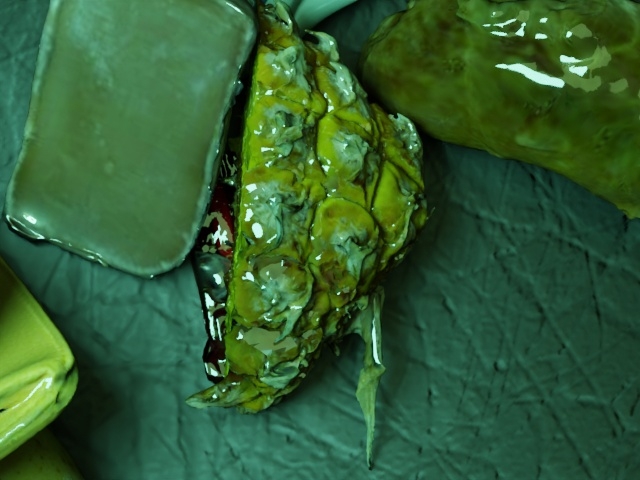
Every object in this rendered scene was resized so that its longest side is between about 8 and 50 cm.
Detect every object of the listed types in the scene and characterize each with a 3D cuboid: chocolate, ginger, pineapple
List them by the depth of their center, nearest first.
[{"bbox_3d":[0.006,0.000,1.365,0.158,0.161,0.334,11,91,-9],"label":"pineapple"},{"bbox_3d":[-0.132,-0.101,1.406,0.161,0.083,0.261,26,122,5],"label":"chocolate"},{"bbox_3d":[0.191,-0.119,1.425,0.321,0.172,0.165,24,41,5],"label":"ginger"},{"bbox_3d":[-0.063,0.018,1.458,0.086,0.028,0.182,-7,80,-6],"label":"chocolate"}]

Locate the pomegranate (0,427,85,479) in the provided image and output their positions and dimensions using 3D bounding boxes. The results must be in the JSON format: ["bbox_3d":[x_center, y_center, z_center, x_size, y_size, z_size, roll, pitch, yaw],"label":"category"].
[{"bbox_3d":[-0.260,0.209,1.320,0.233,0.233,0.233,0,81,-2],"label":"pomegranate"}]

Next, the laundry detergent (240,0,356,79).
[{"bbox_3d":[-0.022,-0.278,1.470,0.280,0.105,0.215,-39,91,-10],"label":"laundry detergent"}]

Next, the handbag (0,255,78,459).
[{"bbox_3d":[-0.350,0.070,1.269,0.283,0.401,0.133,-45,125,-5],"label":"handbag"}]
